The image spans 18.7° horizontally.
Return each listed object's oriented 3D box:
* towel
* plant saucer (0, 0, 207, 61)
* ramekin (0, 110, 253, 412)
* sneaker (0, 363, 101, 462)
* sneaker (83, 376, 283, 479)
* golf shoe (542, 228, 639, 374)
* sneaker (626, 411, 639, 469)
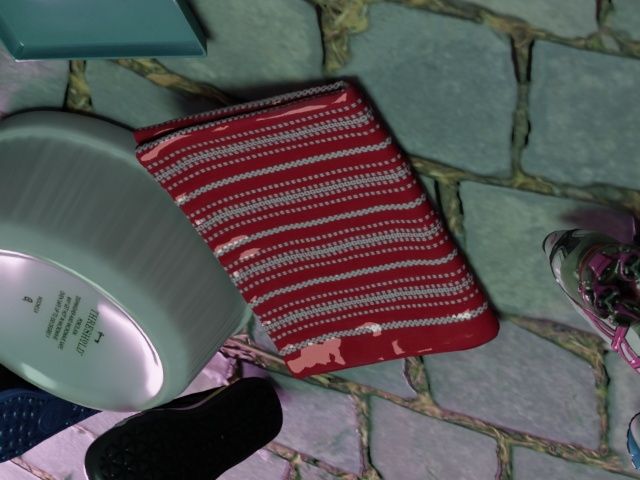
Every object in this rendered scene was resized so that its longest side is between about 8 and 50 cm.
[{"bbox_3d":[0.000,0.000,1.496,0.199,0.031,0.275,-11,131,28],"label":"towel"},{"bbox_3d":[-0.170,-0.163,1.445,0.192,0.018,0.067,2,137,34],"label":"plant saucer"},{"bbox_3d":[-0.193,0.029,1.619,0.273,0.127,0.273,20,145,14],"label":"ramekin"},{"bbox_3d":[-0.272,0.130,1.734,0.090,0.232,0.081,33,119,27],"label":"sneaker"},{"bbox_3d":[-0.130,0.183,1.705,0.097,0.235,0.084,-16,90,41],"label":"sneaker"},{"bbox_3d":[0.232,0.051,1.409,0.186,0.067,0.086,46,175,-32],"label":"golf shoe"},{"bbox_3d":[0.320,0.187,1.493,0.191,0.071,0.083,42,122,22],"label":"sneaker"}]
